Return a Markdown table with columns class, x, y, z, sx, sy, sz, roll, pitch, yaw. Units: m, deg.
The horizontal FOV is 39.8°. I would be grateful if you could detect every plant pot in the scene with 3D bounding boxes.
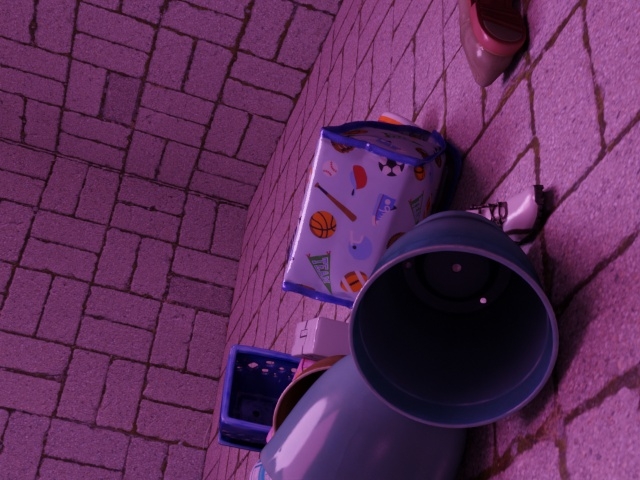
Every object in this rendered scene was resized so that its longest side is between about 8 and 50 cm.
| class | x | y | z | sx | sy | sz | roll | pitch | yaw |
| --- | --- | --- | --- | --- | --- | --- | --- | --- | --- |
| plant pot | -0.157 | 0.445 | 2.391 | 0.212 | 0.236 | 0.236 | 112 | 167 | -53 |
| plant pot | 0.092 | 0.308 | 1.375 | 0.235 | 0.293 | 0.293 | -59 | 14 | 3 |
| plant pot | 0.043 | 0.322 | 1.744 | 0.254 | 0.237 | 0.237 | -59 | -13 | -78 |
| plant pot | 0.193 | 0.082 | 1.267 | 0.255 | 0.272 | 0.271 | -65 | -3 | -64 |

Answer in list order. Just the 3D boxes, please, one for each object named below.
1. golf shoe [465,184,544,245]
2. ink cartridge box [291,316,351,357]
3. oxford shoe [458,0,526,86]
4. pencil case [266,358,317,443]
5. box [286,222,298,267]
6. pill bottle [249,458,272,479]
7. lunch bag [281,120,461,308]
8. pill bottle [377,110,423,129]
| class | x | y | z | sx | sy | sz | roll | pitch | yaw |
| --- | --- | --- | --- | --- | --- | --- | --- | --- | --- |
| golf shoe | 0.273 | -0.027 | 1.378 | 0.198 | 0.094 | 0.077 | 124 | 158 | -52 |
| ink cartridge box | 0.032 | 0.232 | 1.989 | 0.203 | 0.148 | 0.086 | 147 | 135 | -73 |
| oxford shoe | 0.302 | -0.437 | 1.688 | 0.130 | 0.123 | 0.348 | 111 | 168 | -47 |
| pencil case | -0.036 | 0.408 | 2.140 | 0.124 | 0.124 | 0.284 | -93 | 22 | -55 |
| box | 0.000 | 0.000 | 2.090 | 0.153 | 0.108 | 0.207 | -92 | 21 | -55 |
| pill bottle | -0.078 | 0.556 | 2.055 | 0.264 | 0.146 | 0.146 | 137 | 146 | -61 |
| lunch bag | 0.119 | -0.058 | 1.735 | 0.385 | 0.239 | 0.327 | -29 | -42 | -69 |
| pill bottle | 0.137 | -0.164 | 1.962 | 0.221 | 0.121 | 0.121 | -60 | 13 | -1 |
